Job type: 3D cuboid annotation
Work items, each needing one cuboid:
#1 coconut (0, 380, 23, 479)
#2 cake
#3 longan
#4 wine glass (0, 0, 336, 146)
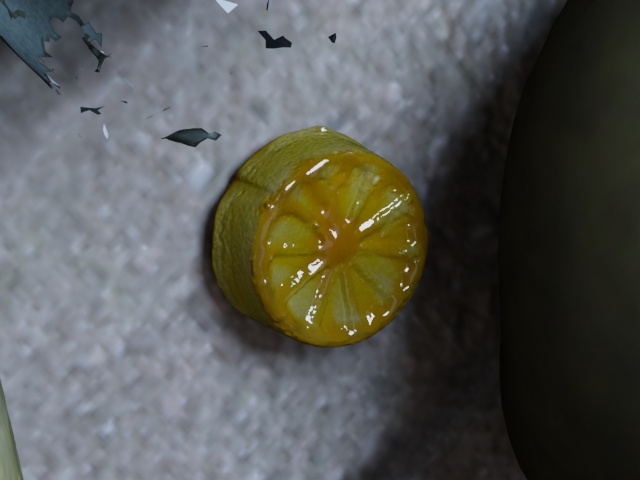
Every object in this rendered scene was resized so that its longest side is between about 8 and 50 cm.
[{"bbox_3d":[-0.220,0.096,0.490,0.323,0.323,0.323,-9,109,-27],"label":"coconut"},{"bbox_3d":[0.000,0.000,0.721,0.084,0.044,0.084,-8,108,-28],"label":"cake"},{"bbox_3d":[0.204,0.006,0.699,0.319,0.319,0.319,-9,109,-27],"label":"longan"},{"bbox_3d":[-0.089,-0.212,0.528,0.190,0.190,0.357,-38,116,-14],"label":"wine glass"}]
